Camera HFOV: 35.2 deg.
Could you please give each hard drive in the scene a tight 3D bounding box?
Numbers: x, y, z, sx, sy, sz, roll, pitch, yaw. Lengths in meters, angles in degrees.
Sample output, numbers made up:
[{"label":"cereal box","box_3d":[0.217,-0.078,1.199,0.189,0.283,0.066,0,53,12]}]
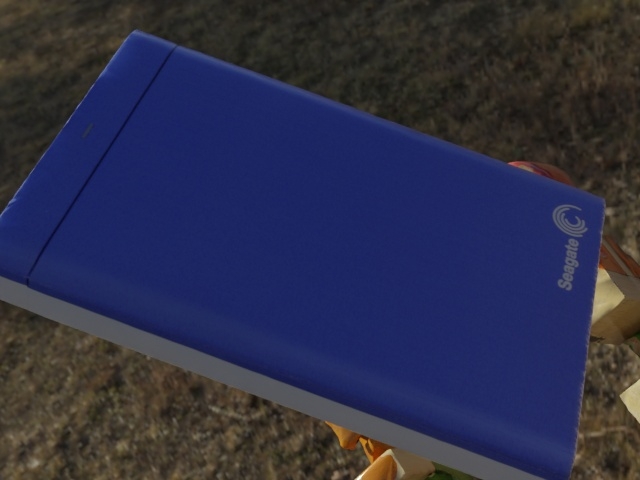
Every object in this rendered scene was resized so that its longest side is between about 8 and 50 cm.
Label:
[{"label":"hard drive","box_3d":[0.000,0.000,0.582,0.318,0.040,0.210,20,48,1]}]

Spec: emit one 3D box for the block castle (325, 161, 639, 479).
[{"label":"block castle","box_3d":[0.196,0.166,0.854,0.303,0.212,0.453,-45,60,23]}]
